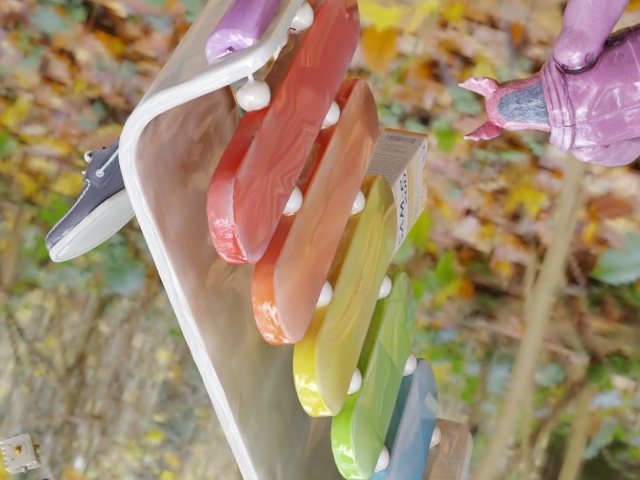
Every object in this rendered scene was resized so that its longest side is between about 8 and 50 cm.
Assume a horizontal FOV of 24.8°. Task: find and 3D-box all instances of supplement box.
[{"bbox_3d":[0.047,-0.031,1.053,0.036,0.062,0.098,11,-145,19],"label":"supplement box"}]

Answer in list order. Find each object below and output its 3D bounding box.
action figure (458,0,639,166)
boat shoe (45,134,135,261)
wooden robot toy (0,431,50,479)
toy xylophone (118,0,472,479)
[{"bbox_3d":[0.305,-0.132,1.259,0.370,0.248,0.275,-17,-142,6],"label":"action figure"},{"bbox_3d":[-0.194,-0.065,1.397,0.065,0.206,0.075,45,176,12],"label":"boat shoe"},{"bbox_3d":[-0.264,0.258,1.251,0.079,0.173,0.076,-14,180,-5],"label":"wooden robot toy"},{"bbox_3d":[0.000,0.000,0.712,0.081,0.236,0.322,-5,132,21],"label":"toy xylophone"}]
